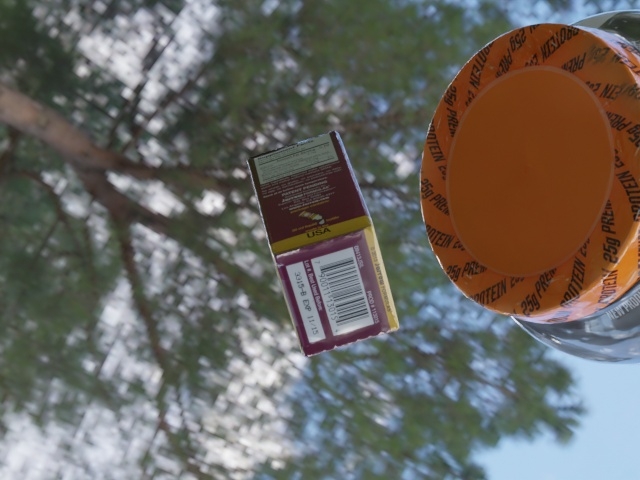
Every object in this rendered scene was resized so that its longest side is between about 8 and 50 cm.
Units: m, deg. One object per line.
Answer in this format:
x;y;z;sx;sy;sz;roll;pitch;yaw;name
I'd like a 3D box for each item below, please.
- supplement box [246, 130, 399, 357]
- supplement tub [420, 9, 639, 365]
0.000;0.000;0.654;0.043;0.055;0.083;-17;-149;0;supplement box
0.131;-0.013;0.540;0.117;0.190;0.117;-9;-103;46;supplement tub
